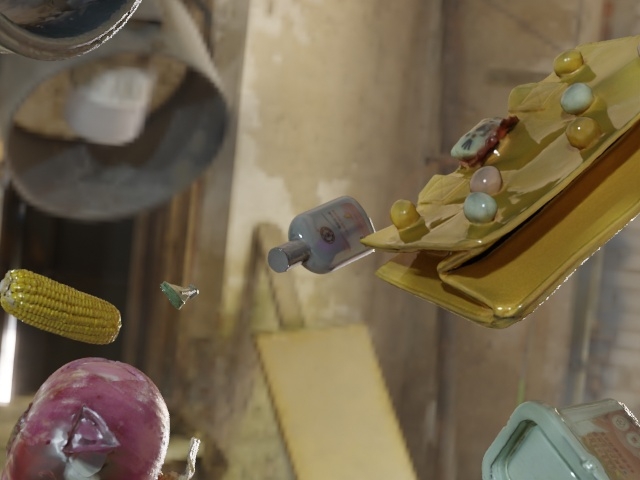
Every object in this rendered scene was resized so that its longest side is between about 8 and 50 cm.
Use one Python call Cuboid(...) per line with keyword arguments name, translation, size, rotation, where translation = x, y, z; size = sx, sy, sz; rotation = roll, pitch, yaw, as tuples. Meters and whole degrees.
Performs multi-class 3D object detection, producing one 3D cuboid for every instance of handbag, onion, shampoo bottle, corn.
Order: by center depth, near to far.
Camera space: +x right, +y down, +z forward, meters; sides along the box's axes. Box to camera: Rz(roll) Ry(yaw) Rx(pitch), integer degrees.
Cuboid(name="corn", translation=(-0.182, 0.048, 1.026), size=(0.092, 0.037, 0.037), rotation=(22, -7, -32))
Cuboid(name="onion", translation=(-0.242, 0.229, 1.491), size=(0.207, 0.200, 0.200), rotation=(-36, -1, 5))
Cuboid(name="handbag", translation=(0.246, -0.086, 1.636), size=(0.401, 0.133, 0.283), rotation=(-41, 19, -15))
Cuboid(name="shampoo bottle", translation=(0.000, 0.000, 1.726), size=(0.040, 0.080, 0.165), rotation=(-31, -4, 40))

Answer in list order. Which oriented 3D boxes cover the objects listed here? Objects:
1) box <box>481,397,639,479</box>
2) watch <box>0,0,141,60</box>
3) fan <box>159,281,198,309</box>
Cuboid(name="box", translation=(0.387, 0.352, 1.937), size=(0.182, 0.175, 0.312), rotation=(-9, 49, -38))
Cuboid(name="watch", translation=(-0.233, -0.305, 1.138), size=(0.314, 0.326, 0.335), rotation=(12, 10, 28))
Cuboid(name="fan", translation=(-0.173, 0.065, 1.826), size=(0.016, 0.038, 0.193), rotation=(-38, -1, 1))
